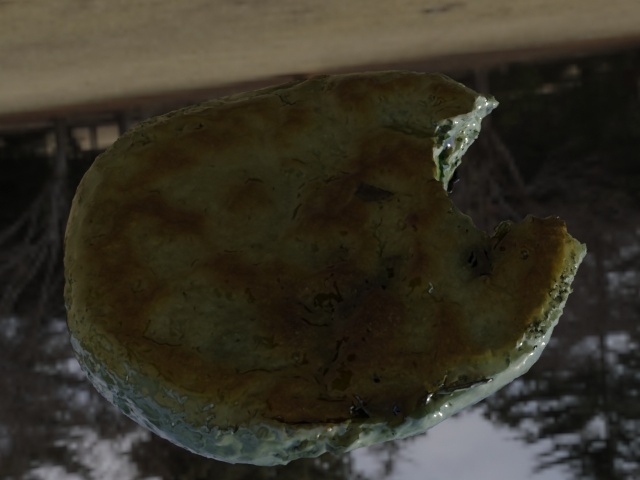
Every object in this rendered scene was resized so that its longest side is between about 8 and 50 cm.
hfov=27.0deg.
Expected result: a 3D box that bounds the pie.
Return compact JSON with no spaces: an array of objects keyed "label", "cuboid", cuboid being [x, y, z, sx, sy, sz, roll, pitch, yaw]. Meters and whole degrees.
[{"label":"pie","cuboid":[-0.008,0.002,0.773,0.302,0.302,0.067,-4,141,-1]}]
